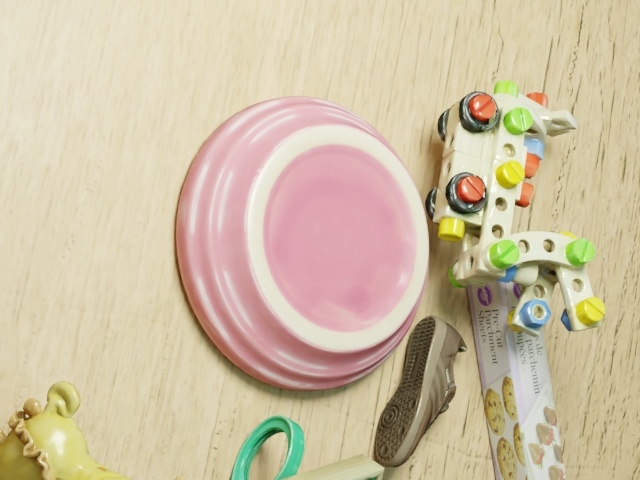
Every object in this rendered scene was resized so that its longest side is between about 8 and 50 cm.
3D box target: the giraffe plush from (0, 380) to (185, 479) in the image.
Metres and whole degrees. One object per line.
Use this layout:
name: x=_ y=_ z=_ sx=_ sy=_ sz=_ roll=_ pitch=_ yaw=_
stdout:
giraffe plush: x=-0.249 y=0.242 z=1.693 sx=0.181 sy=0.210 sz=0.170 roll=-37 pitch=77 yaw=-29

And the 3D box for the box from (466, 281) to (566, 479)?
box: x=0.239 y=0.198 z=2.097 sx=0.063 sy=0.067 sz=0.324 roll=-8 pitch=90 yaw=-36

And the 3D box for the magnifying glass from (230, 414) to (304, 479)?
magnifying glass: x=-0.085 y=0.292 z=1.847 sx=0.026 sy=0.092 sz=0.231 roll=32 pitch=77 yaw=-32

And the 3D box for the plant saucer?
plant saucer: x=0.000 y=0.000 z=1.937 sx=0.332 sy=0.084 sz=0.332 roll=5 pitch=81 yaw=-36

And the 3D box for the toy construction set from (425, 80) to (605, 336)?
toy construction set: x=0.231 y=-0.058 z=2.030 sx=0.215 sy=0.151 sz=0.328 roll=17 pitch=54 yaw=-19

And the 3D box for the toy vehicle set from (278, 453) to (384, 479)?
toy vehicle set: x=-0.052 y=0.329 z=1.820 sx=0.266 sy=0.035 sz=0.166 roll=-12 pitch=122 yaw=-43

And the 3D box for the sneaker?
sneaker: x=0.125 y=0.182 z=2.015 sx=0.071 sy=0.066 sz=0.188 roll=32 pitch=67 yaw=-30
